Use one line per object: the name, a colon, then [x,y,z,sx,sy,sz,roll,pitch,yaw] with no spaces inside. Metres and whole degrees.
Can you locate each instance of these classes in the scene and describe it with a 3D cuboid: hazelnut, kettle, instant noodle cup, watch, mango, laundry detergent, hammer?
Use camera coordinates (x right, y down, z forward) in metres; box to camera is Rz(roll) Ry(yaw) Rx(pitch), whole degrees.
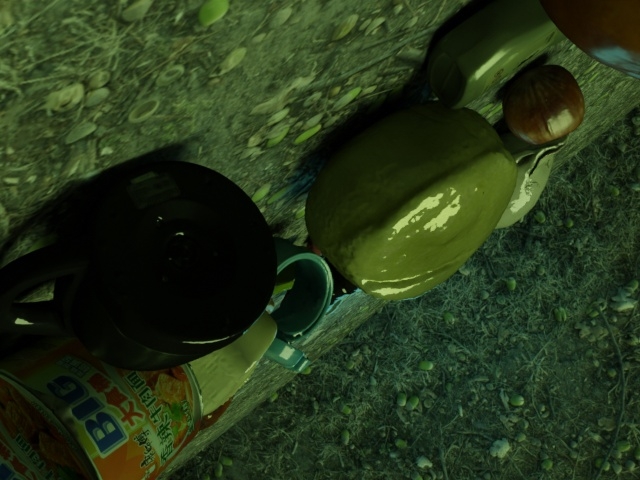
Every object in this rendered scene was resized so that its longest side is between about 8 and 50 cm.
hazelnut: [0.418,-0.257,1.756,0.150,0.150,0.150,-35,168,-8]
kettle: [-0.208,0.068,1.042,0.251,0.207,0.271,-37,179,-36]
instant noodle cup: [-0.312,0.237,1.257,0.214,0.296,0.296,-38,173,-45]
watch: [-0.070,0.101,1.574,0.193,0.211,0.211,-60,170,-6]
mango: [-0.076,0.054,1.683,0.165,0.074,0.091,-16,166,-28]
laundry detergent: [0.272,-0.289,1.298,0.253,0.091,0.181,-35,170,-12]
hammer: [0.000,0.000,1.768,0.043,0.043,0.083,-31,165,-27]

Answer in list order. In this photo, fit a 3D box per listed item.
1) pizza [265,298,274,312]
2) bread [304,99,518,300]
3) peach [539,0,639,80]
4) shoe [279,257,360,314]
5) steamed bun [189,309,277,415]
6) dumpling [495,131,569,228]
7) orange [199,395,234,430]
pizza: [-0.181,0.152,1.785,0.246,0.058,0.127,-29,164,-32]
bread: [0.128,-0.071,1.416,0.320,0.237,0.320,-35,154,-20]
peach: [0.347,-0.320,0.876,0.343,0.301,0.343,-40,166,-13]
shoe: [-0.007,0.103,1.999,0.137,0.114,0.291,-23,167,-31]
steamed bun: [-0.187,0.142,1.406,0.250,0.200,0.154,-42,-169,38]
dumpling: [0.410,-0.145,2.095,0.260,0.181,0.341,-58,169,-54]
orange: [-0.245,0.240,1.608,0.224,0.170,0.224,-21,144,-16]
